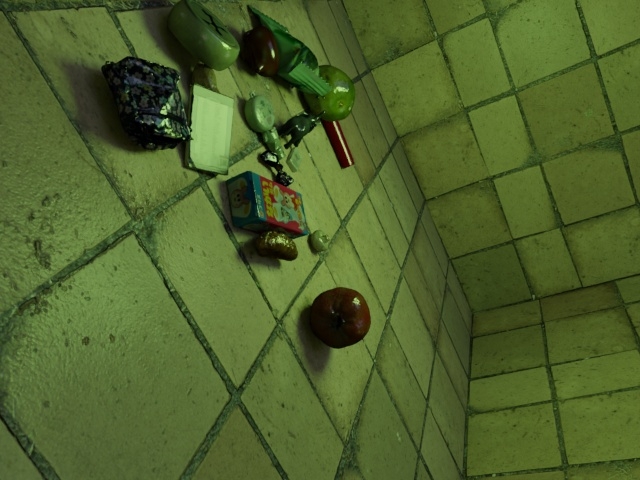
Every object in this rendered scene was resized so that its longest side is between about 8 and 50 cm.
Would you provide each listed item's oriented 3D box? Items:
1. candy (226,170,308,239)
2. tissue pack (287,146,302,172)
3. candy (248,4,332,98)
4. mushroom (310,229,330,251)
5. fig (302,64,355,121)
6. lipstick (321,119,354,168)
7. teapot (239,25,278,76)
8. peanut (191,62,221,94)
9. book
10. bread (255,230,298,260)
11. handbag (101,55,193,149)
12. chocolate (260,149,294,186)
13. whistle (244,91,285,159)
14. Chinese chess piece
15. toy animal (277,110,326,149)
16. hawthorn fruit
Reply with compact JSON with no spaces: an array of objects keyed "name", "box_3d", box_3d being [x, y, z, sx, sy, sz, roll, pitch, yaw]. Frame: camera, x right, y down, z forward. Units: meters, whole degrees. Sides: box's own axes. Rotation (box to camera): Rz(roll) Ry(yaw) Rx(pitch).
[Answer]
[{"name":"candy","box_3d":[-0.162,-0.101,1.689,0.306,0.100,0.157,18,58,-61]},{"name":"tissue pack","box_3d":[-0.099,-0.314,2.056,0.056,0.023,0.108,55,29,-30]},{"name":"candy","box_3d":[-0.131,-0.777,2.163,0.397,0.172,0.263,65,18,17]},{"name":"mushroom","box_3d":[0.000,0.000,1.990,0.083,0.068,0.083,45,30,-35]},{"name":"fig","box_3d":[0.000,-0.664,2.362,0.233,0.314,0.233,-44,148,-37]},{"name":"lipstick","box_3d":[0.080,-0.477,2.492,0.279,0.073,0.073,67,25,-13]},{"name":"teapot","box_3d":[-0.234,-0.699,1.945,0.178,0.135,0.252,94,-23,-52]},{"name":"peanut","box_3d":[-0.334,-0.442,1.590,0.089,0.089,0.192,-11,84,-65]},{"name":"book","box_3d":[-0.315,-0.310,1.506,0.157,0.026,0.231,6,88,-56]},{"name":"bread","box_3d":[-0.139,0.014,1.648,0.233,0.105,0.075,31,51,-63]},{"name":"handbag","box_3d":[-0.410,-0.325,1.292,0.229,0.127,0.207,-8,87,-66]},{"name":"chocolate","box_3d":[-0.150,-0.256,1.864,0.072,0.070,0.147,-80,148,-54]},{"name":"whistle","box_3d":[-0.195,-0.402,1.874,0.126,0.067,0.258,-54,127,-45]},{"name":"Chinese chess piece","box_3d":[-0.349,-0.620,1.596,0.238,0.092,0.237,40,21,-19]},{"name":"toy animal","box_3d":[-0.077,-0.428,2.037,0.082,0.137,0.269,50,35,-1]},{"name":"hawthorn fruit","box_3d":[0.076,0.250,1.815,0.262,0.211,0.210,-34,104,-73]}]
